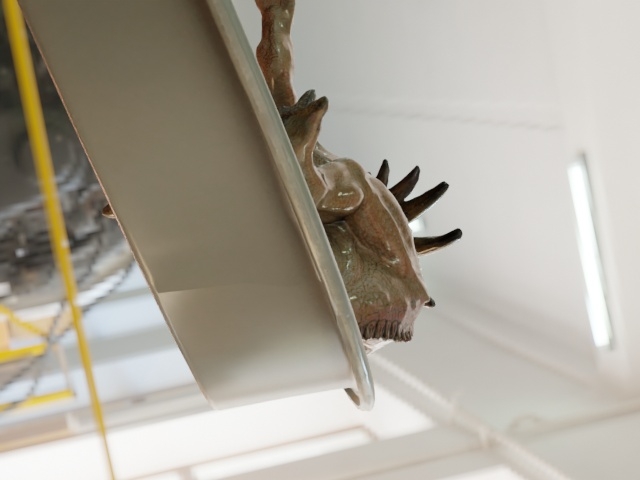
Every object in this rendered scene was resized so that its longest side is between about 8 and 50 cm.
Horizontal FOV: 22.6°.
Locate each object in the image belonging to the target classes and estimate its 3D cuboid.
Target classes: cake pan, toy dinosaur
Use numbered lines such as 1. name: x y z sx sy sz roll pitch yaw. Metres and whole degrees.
1. cake pan: -0.064 -0.065 0.561 0.293 0.054 0.293 156 -90 -86
2. toy dinosaur: 0.000 0.000 0.795 0.200 0.127 0.295 52 9 -29
